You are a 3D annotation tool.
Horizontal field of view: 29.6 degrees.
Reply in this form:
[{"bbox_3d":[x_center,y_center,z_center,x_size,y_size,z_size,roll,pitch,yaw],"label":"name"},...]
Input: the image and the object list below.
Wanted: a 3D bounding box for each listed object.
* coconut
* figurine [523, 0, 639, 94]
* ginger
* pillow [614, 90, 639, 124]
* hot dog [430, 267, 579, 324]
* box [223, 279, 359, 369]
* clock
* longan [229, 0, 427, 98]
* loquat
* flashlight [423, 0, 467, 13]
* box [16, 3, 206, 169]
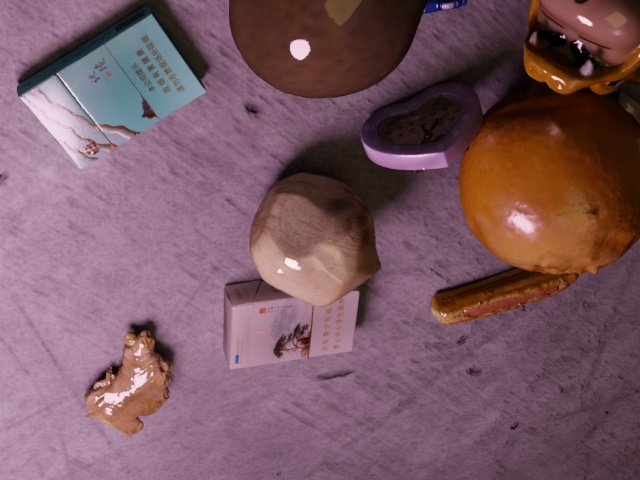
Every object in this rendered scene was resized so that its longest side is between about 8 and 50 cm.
[{"bbox_3d":[0.000,0.000,1.974,0.224,0.224,0.224,-10,129,-13],"label":"coconut"},{"bbox_3d":[0.467,-0.412,1.791,0.401,0.268,0.387,3,122,-28],"label":"figurine"},{"bbox_3d":[-0.323,0.249,2.127,0.137,0.074,0.213,22,109,-32],"label":"ginger"},{"bbox_3d":[0.517,-0.131,2.149,0.173,0.067,0.270,14,121,-33],"label":"pillow"},{"bbox_3d":[0.342,0.093,2.252,0.286,0.088,0.061,-14,128,-3],"label":"hot dog"},{"bbox_3d":[-0.054,0.140,2.145,0.233,0.067,0.149,-7,126,-16],"label":"box"},{"bbox_3d":[0.171,-0.164,1.926,0.198,0.172,0.064,-25,131,-2],"label":"clock"},{"bbox_3d":[0.024,-0.358,1.661,0.288,0.288,0.350,21,108,-32],"label":"longan"},{"bbox_3d":[0.382,-0.099,1.959,0.328,0.328,0.328,-10,129,-13],"label":"loquat"},{"bbox_3d":[0.168,-0.362,1.863,0.121,0.035,0.057,-10,128,-13],"label":"flashlight"},{"bbox_3d":[-0.306,-0.222,1.789,0.229,0.041,0.162,-31,130,4],"label":"box"}]
